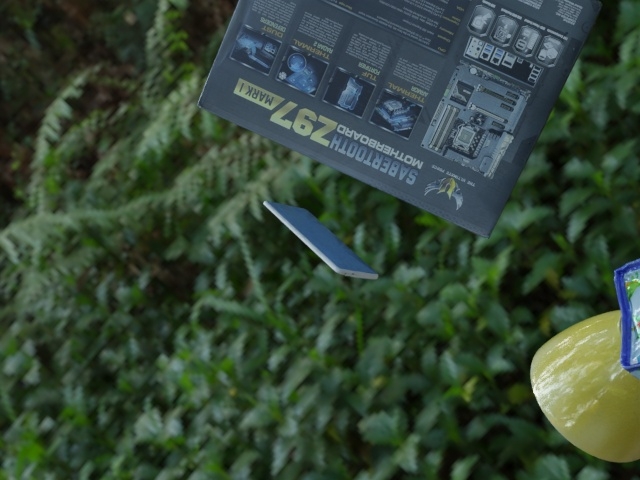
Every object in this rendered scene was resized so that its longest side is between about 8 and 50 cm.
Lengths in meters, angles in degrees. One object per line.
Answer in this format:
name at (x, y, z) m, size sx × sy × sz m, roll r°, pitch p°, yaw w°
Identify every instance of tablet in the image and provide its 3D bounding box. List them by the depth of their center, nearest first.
tablet at (0.000, 0.000, 0.948) m, size 0.083 × 0.054 × 0.006 m, roll 42°, pitch 107°, yaw 30°

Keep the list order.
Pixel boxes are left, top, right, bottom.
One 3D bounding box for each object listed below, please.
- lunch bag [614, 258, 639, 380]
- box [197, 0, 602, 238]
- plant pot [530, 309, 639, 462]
lunch bag at (0.281, 0.057, 0.845) m, size 0.151 × 0.129 × 0.096 m, roll -23°, pitch 48°, yaw 31°
box at (0.054, -0.132, 0.952) m, size 0.059 × 0.232 × 0.183 m, roll -57°, pitch -9°, yaw -74°
plant pot at (0.269, 0.115, 1.204) m, size 0.095 × 0.134 × 0.134 m, roll -57°, pitch 13°, yaw 41°
